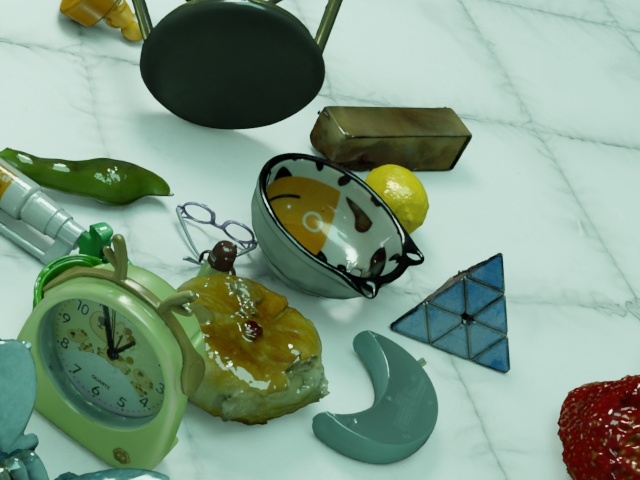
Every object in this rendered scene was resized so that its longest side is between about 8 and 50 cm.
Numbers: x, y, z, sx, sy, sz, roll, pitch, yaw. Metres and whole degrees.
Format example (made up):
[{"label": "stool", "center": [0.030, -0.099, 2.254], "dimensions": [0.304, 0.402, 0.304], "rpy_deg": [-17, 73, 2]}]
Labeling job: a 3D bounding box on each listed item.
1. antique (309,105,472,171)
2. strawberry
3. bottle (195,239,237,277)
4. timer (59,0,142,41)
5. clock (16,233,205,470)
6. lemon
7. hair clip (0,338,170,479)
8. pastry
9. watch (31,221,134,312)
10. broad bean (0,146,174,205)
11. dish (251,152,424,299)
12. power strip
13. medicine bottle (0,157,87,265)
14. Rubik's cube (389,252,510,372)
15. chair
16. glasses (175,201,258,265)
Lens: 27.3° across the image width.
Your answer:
[{"label": "antique", "center": [0.127, -0.186, 2.414], "dimensions": [0.310, 0.093, 0.087], "rpy_deg": [-3, 47, -36]}, {"label": "strawberry", "center": [0.495, 0.317, 1.990], "dimensions": [0.261, 0.257, 0.261], "rpy_deg": [7, 71, -20]}, {"label": "bottle", "center": [-0.151, 0.041, 1.954], "dimensions": [0.063, 0.101, 0.047], "rpy_deg": [21, 36, -12]}, {"label": "timer", "center": [-0.367, -0.413, 2.358], "dimensions": [0.152, 0.132, 0.132], "rpy_deg": [40, 30, -27]}, {"label": "clock", "center": [-0.243, 0.129, 1.615], "dimensions": [0.235, 0.308, 0.096], "rpy_deg": [36, 38, 8]}, {"label": "lemon", "center": [0.125, -0.071, 2.263], "dimensions": [0.114, 0.114, 0.155], "rpy_deg": [10, 29, -24]}, {"label": "hair clip", "center": [-0.368, 0.307, 1.380], "dimensions": [0.392, 0.238, 0.318], "rpy_deg": [38, 37, 12]}, {"label": "pastry", "center": [-0.112, 0.143, 1.843], "dimensions": [0.257, 0.120, 0.235], "rpy_deg": [-7, 49, -40]}, {"label": "watch", "center": [-0.328, 0.077, 1.801], "dimensions": [0.152, 0.131, 0.165], "rpy_deg": [-30, 68, -29]}, {"label": "broad bean", "center": [-0.372, -0.100, 2.002], "dimensions": [0.325, 0.067, 0.075], "rpy_deg": [11, 19, -29]}, {"label": "dish", "center": [0.000, 0.000, 2.075], "dimensions": [0.303, 0.120, 0.303], "rpy_deg": [25, 36, -20]}, {"label": "power strip", "center": [0.093, 0.232, 1.931], "dimensions": [0.168, 0.054, 0.253], "rpy_deg": [33, 37, 1]}, {"label": "medicine bottle", "center": [-0.442, -0.050, 1.899], "dimensions": [0.221, 0.061, 0.092], "rpy_deg": [35, 79, 8]}, {"label": "Rubik's cube", "center": [0.265, 0.128, 2.110], "dimensions": [0.178, 0.190, 0.211], "rpy_deg": [53, 44, 2]}, {"label": "chair", "center": [-0.148, -0.438, 2.278], "dimensions": [0.365, 0.362, 0.410], "rpy_deg": [40, 37, -43]}, {"label": "glasses", "center": [-0.174, 0.011, 2.039], "dimensions": [0.140, 0.062, 0.103], "rpy_deg": [25, 59, -6]}]
